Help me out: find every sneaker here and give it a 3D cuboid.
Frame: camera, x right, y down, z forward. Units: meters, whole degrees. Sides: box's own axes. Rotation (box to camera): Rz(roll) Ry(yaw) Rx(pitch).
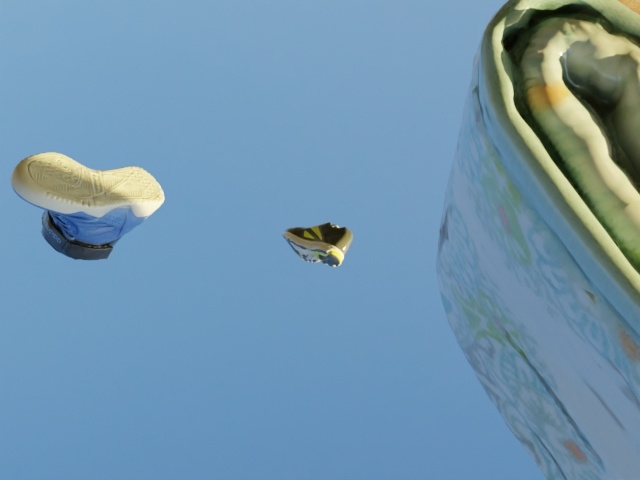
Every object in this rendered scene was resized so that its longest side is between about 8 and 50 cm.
[{"bbox_3d":[-0.197,-0.020,1.150,0.058,0.084,0.152,55,-154,19],"label":"sneaker"},{"bbox_3d":[0.000,0.000,1.308,0.035,0.031,0.083,-49,-143,-17],"label":"sneaker"}]

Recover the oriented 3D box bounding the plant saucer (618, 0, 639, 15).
[{"bbox_3d":[0.248,-0.010,0.865,0.311,0.310,0.050,1,-174,7],"label":"plant saucer"}]

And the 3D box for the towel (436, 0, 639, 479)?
[{"bbox_3d":[0.170,0.101,0.658,0.090,0.320,0.374,-29,-105,-11],"label":"towel"}]
